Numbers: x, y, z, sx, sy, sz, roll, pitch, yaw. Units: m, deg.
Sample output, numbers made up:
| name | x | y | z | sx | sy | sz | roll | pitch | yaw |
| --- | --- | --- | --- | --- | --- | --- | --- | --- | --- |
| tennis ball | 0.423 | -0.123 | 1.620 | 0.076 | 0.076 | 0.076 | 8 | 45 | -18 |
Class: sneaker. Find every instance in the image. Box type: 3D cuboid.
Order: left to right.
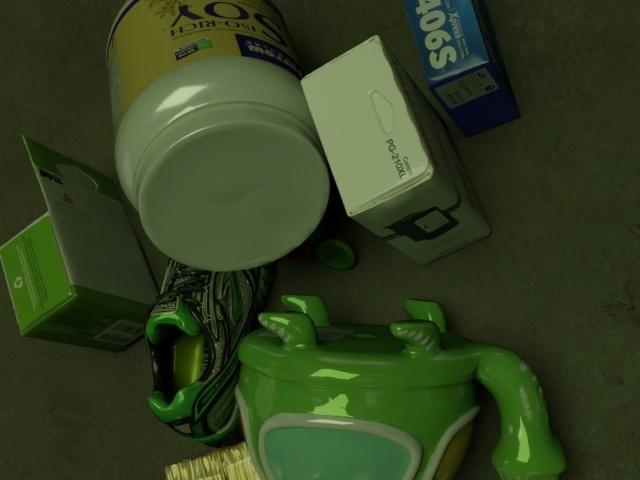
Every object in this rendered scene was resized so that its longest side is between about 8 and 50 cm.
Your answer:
| name | x | y | z | sx | sy | sz | roll | pitch | yaw |
| --- | --- | --- | --- | --- | --- | --- | --- | --- | --- |
| sneaker | -0.142 | 0.073 | 1.052 | 0.134 | 0.146 | 0.343 | -14 | 64 | 20 |

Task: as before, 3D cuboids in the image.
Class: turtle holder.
| name | x | y | z | sx | sy | sz | roll | pitch | yaw |
| --- | --- | --- | --- | --- | --- | --- | --- | --- | --- |
| turtle holder | 0.070 | 0.182 | 0.907 | 0.320 | 0.243 | 0.227 | 2 | 92 | -14 |

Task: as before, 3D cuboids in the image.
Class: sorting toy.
| name | x | y | z | sx | sy | sz | roll | pitch | yaw |
| --- | --- | --- | --- | --- | --- | --- | --- | --- | --- |
| sorting toy | 0.000 | 0.000 | 1.070 | 0.102 | 0.061 | 0.042 | 8 | 45 | 20 |

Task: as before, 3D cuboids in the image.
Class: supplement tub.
| name | x | y | z | sx | sy | sz | roll | pitch | yaw |
| --- | --- | --- | --- | --- | --- | --- | --- | --- | --- |
| supplement tub | -0.125 | -0.148 | 1.004 | 0.241 | 0.241 | 0.331 | -34 | 42 | 13 |

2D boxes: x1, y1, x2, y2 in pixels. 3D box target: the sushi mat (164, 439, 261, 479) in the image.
| name | x | y | z | sx | sy | sz | roll | pitch | yaw |
| --- | --- | --- | --- | --- | --- | --- | --- | --- | --- |
| sushi mat | -0.083 | 0.397 | 0.999 | 0.151 | 0.019 | 0.316 | -18 | 69 | 4 |

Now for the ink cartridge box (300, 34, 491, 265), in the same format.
| name | x | y | z | sx | sy | sz | roll | pitch | yaw |
| --- | --- | --- | --- | --- | --- | --- | --- | --- | --- |
| ink cartridge box | 0.089 | -0.089 | 0.940 | 0.100 | 0.237 | 0.172 | -26 | 67 | 17 |

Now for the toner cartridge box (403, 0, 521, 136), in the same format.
| name | x | y | z | sx | sy | sz | roll | pitch | yaw |
| --- | --- | --- | --- | --- | --- | --- | --- | --- | --- |
| toner cartridge box | 0.144 | -0.314 | 1.017 | 0.075 | 0.165 | 0.347 | -19 | 70 | 19 |

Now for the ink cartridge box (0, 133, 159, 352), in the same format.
| name | x | y | z | sx | sy | sz | roll | pitch | yaw |
| --- | --- | --- | --- | --- | --- | --- | --- | --- | --- |
| ink cartridge box | -0.333 | 0.008 | 1.141 | 0.097 | 0.189 | 0.255 | -34 | 63 | 15 |
